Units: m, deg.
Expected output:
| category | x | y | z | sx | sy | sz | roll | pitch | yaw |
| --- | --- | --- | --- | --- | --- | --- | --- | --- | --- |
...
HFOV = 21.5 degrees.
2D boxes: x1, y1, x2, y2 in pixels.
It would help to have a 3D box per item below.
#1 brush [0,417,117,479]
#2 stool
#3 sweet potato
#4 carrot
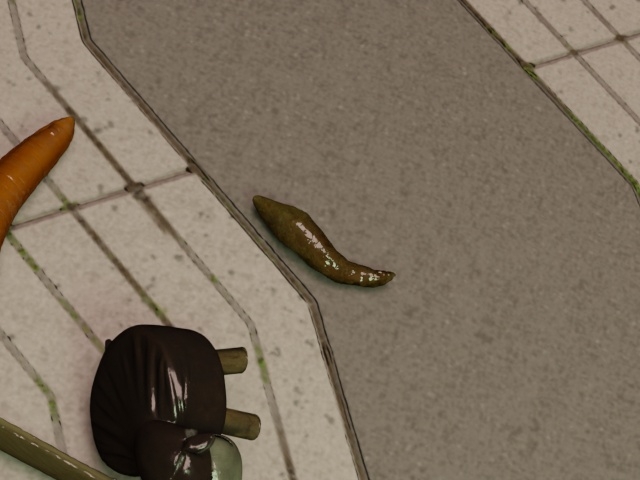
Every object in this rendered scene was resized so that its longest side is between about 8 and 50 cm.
| category | x | y | z | sx | sy | sz | roll | pitch | yaw |
| --- | --- | --- | --- | --- | --- | --- | --- | --- | --- |
| brush | -0.296 | 0.153 | 1.384 | 0.282 | 0.054 | 0.048 | 27 | 65 | -2 |
| stool | -0.113 | 0.150 | 1.390 | 0.121 | 0.125 | 0.217 | 14 | 23 | -35 |
| sweet potato | -0.003 | 0.006 | 1.583 | 0.153 | 0.038 | 0.041 | 33 | 78 | 0 |
| carrot | -0.290 | -0.024 | 1.492 | 0.066 | 0.062 | 0.271 | 0 | 50 | 20 |
